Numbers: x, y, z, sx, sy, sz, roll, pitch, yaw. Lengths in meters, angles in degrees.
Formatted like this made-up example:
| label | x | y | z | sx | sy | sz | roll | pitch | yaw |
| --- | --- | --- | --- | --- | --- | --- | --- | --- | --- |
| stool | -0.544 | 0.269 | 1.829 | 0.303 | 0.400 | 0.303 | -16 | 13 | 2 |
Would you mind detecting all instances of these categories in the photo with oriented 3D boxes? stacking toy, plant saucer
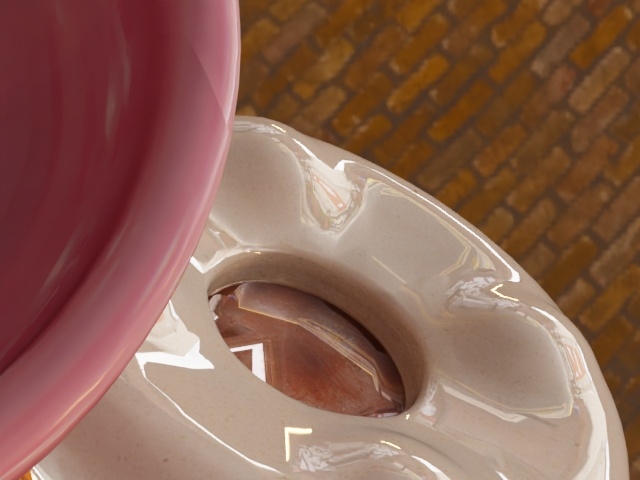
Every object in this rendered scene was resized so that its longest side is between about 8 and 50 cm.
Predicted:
| label | x | y | z | sx | sy | sz | roll | pitch | yaw |
| --- | --- | --- | --- | --- | --- | --- | --- | --- | --- |
| stacking toy | -0.088 | 0.199 | 0.796 | 0.350 | 0.351 | 0.480 | 55 | -51 | 36 |
| plant saucer | -0.191 | -0.056 | 0.385 | 0.332 | 0.084 | 0.332 | 6 | -113 | -14 |
